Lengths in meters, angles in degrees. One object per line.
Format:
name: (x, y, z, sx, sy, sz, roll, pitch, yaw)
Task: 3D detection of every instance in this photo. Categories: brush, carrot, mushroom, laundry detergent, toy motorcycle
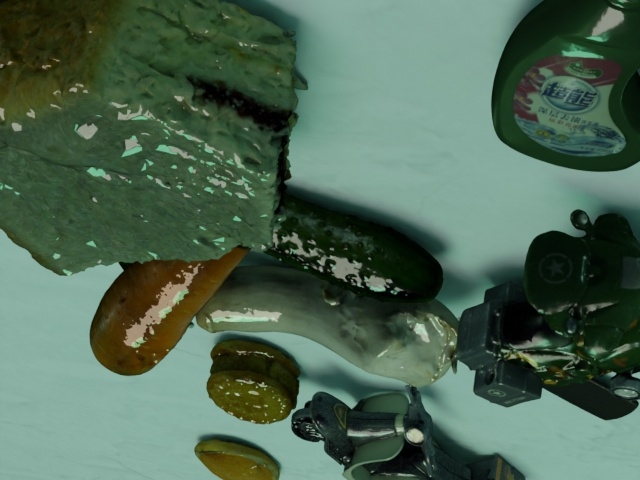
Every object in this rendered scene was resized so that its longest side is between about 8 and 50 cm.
brush: (0.212, 0.121, 1.669, 0.193, 0.016, 0.063, 27, 150, -15)
carrot: (-0.144, 0.046, 1.616, 0.087, 0.087, 0.193, 29, 123, -17)
mushroom: (0.008, 0.072, 1.630, 0.278, 0.096, 0.099, 13, 144, 27)
laundry detergent: (0.198, -0.126, 1.201, 0.137, 0.063, 0.211, 17, 150, 0)
toy motorcycle: (0.211, 0.066, 1.468, 0.187, 0.124, 0.275, 23, 153, -26)
toy motorcycle: (0.088, 0.228, 1.864, 0.157, 0.091, 0.263, -15, 139, 35)

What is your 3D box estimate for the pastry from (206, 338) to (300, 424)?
pastry: (-0.072, 0.149, 1.850, 0.097, 0.057, 0.109, -14, 139, 43)

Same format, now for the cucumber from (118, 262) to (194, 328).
cucumber: (-0.168, 0.007, 1.668, 0.056, 0.056, 0.250, 3, 147, 28)

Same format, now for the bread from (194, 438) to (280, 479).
bread: (-0.101, 0.268, 2.111, 0.110, 0.024, 0.110, 15, 151, 9)

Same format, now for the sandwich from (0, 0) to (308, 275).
sandwich: (-0.157, -0.087, 1.385, 0.325, 0.131, 0.262, -8, 146, 33)

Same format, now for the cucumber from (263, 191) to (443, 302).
cucumber: (0.000, 0.000, 1.542, 0.227, 0.069, 0.069, 21, 152, 5)

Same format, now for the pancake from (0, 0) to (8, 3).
pancake: (-0.202, -0.182, 1.391, 0.190, 0.020, 0.184, -5, 143, 39)
